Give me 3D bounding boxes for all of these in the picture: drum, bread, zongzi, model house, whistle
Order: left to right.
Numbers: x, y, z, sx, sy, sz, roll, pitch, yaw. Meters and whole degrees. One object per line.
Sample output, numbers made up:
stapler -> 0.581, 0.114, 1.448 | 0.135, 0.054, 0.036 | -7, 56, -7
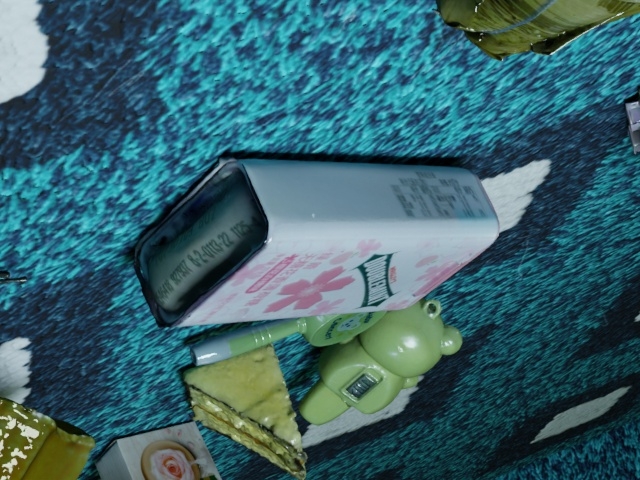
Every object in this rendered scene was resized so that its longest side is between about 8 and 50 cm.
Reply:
model house -> -0.403, 0.223, 1.537 | 0.268, 0.173, 0.239 | -35, 151, 5
bread -> -0.084, 0.219, 1.945 | 0.178, 0.141, 0.266 | 15, 159, 6
drum -> -0.037, 0.109, 1.823 | 0.253, 0.049, 0.130 | -22, 159, -9
whistle -> 0.068, 0.158, 1.972 | 0.288, 0.131, 0.106 | -44, -165, 37
zongzi -> 0.252, -0.210, 1.183 | 0.274, 0.125, 0.251 | 23, 137, -28

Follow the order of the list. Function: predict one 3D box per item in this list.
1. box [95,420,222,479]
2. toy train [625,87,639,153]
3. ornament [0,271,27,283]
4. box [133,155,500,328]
box -> -0.198, 0.353, 2.004 | 0.135, 0.199, 0.081 | -9, 151, -42
toy train -> 0.459, -0.075, 1.693 | 0.177, 0.261, 0.134 | -15, 160, 9
ornament -> -0.329, 0.040, 1.351 | 0.073, 0.028, 0.125 | -34, 160, 18
box -> 0.000, 0.000, 1.535 | 0.370, 0.112, 0.190 | 1, 146, -47
